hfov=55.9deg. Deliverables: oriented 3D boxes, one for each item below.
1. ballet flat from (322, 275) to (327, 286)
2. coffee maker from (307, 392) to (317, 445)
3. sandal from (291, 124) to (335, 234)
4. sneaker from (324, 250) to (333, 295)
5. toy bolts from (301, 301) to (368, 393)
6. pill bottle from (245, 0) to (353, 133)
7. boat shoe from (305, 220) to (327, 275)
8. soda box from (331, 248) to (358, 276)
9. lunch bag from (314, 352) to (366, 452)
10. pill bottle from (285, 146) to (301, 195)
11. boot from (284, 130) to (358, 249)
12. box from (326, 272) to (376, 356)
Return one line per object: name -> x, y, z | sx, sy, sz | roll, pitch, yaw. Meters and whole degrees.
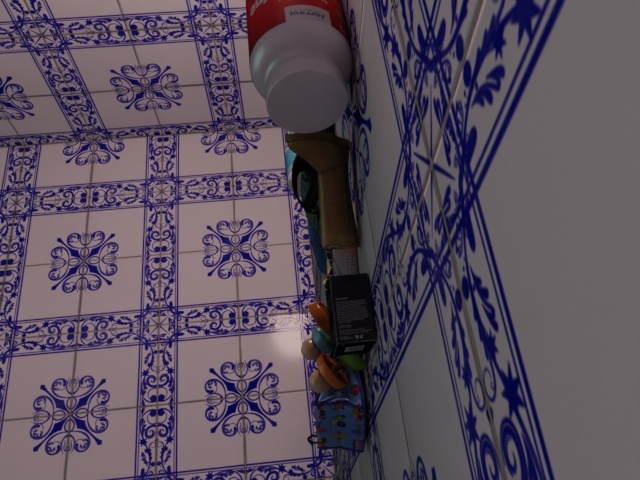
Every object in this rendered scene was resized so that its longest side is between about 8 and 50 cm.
ballet flat -> 0.048, 0.114, 1.863 | 0.231, 0.077, 0.077 | 140, 142, -88
coffee maker -> 0.027, 0.536, 1.935 | 0.178, 0.171, 0.120 | -96, -13, -47
sandal -> -0.035, -0.222, 1.908 | 0.167, 0.107, 0.445 | 27, 128, 47
sneaker -> 0.055, 0.100, 1.725 | 0.094, 0.081, 0.208 | 75, -165, -68
toy bolts -> -0.001, 0.269, 1.584 | 0.218, 0.158, 0.228 | 49, -172, -10
pill bottle -> -0.050, -0.446, 1.369 | 0.229, 0.229, 0.407 | 90, 173, -54
boat shoe -> 0.000, 0.000, 2.161 | 0.089, 0.109, 0.258 | 87, 180, -83
soda box -> 0.065, 0.080, 1.564 | 0.058, 0.063, 0.183 | 150, 115, -87
lunch bag -> 0.068, 0.410, 1.716 | 0.293, 0.138, 0.221 | -80, -10, -50
pill bottle -> -0.070, -0.318, 2.493 | 0.146, 0.146, 0.264 | 89, 174, -48
boot -> 0.013, -0.114, 1.423 | 0.236, 0.089, 0.269 | 0, -94, -52
box -> 0.068, 0.174, 1.400 | 0.156, 0.093, 0.158 | 96, 168, -70
